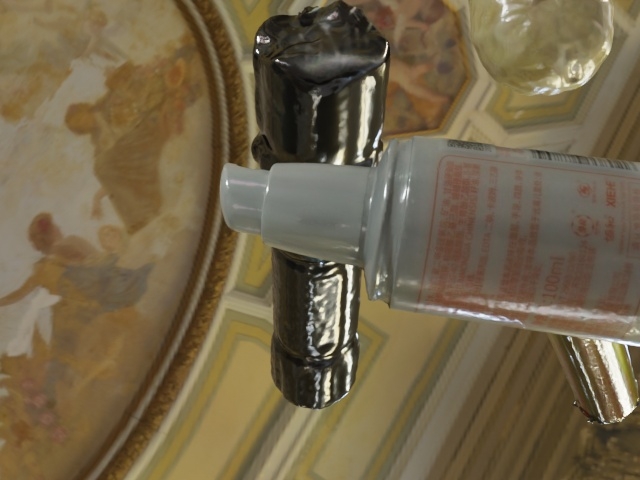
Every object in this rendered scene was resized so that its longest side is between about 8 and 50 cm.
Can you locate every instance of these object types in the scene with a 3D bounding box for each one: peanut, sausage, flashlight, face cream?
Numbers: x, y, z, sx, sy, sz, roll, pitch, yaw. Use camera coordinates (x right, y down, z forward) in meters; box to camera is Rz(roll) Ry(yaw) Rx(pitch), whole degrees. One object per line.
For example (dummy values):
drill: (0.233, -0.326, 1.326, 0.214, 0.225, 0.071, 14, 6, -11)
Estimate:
peanut: (0.186, -0.213, 0.785, 0.123, 0.123, 0.256, 40, -154, -18)
sausage: (0.261, 0.087, 0.889, 0.082, 0.082, 0.371, -61, -34, -17)
flashlight: (0.000, 0.000, 0.769, 0.103, 0.103, 0.423, -28, -38, -25)
face cream: (0.066, -0.007, 0.497, 0.252, 0.101, 0.101, 8, -99, 4)
